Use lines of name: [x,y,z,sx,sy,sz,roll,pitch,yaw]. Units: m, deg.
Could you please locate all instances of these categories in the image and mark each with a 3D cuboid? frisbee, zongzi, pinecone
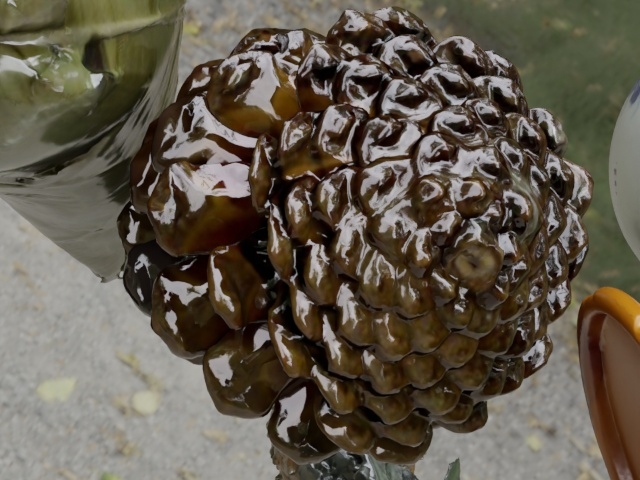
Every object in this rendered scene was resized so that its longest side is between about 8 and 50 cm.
frisbee: [0.166,0.108,0.596,0.035,0.192,0.192,-20,56,-4]
zongzi: [-0.161,-0.048,0.719,0.181,0.418,0.447,-3,31,3]
pinecone: [-0.003,0.000,0.737,0.246,0.292,0.246,1,89,-29]

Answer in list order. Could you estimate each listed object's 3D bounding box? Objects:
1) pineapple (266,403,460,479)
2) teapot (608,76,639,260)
pineapple: [0.046,0.216,1.132,0.165,0.165,0.364,23,16,-18]
teapot: [0.355,-0.055,1.022,0.252,0.424,0.280,28,7,2]
